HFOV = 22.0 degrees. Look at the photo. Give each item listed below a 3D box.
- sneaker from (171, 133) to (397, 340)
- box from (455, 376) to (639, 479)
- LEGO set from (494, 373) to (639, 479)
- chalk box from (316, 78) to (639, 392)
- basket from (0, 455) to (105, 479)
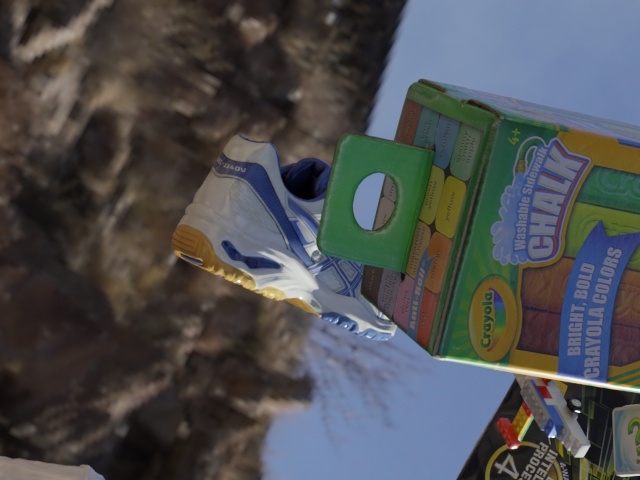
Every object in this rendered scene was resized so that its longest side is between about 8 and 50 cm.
[{"bbox_3d":[0.000,0.000,1.468,0.112,0.296,0.131,23,-92,36],"label":"sneaker"},{"bbox_3d":[0.373,0.200,1.847,0.395,0.318,0.097,-61,173,12],"label":"box"},{"bbox_3d":[0.182,0.150,1.224,0.244,0.060,0.182,162,-70,-64],"label":"LEGO set"},{"bbox_3d":[0.107,-0.006,0.886,0.132,0.213,0.132,-140,-119,-68],"label":"chalk box"},{"bbox_3d":[-0.332,0.405,1.625,0.328,0.331,0.266,0,-129,26],"label":"basket"}]
